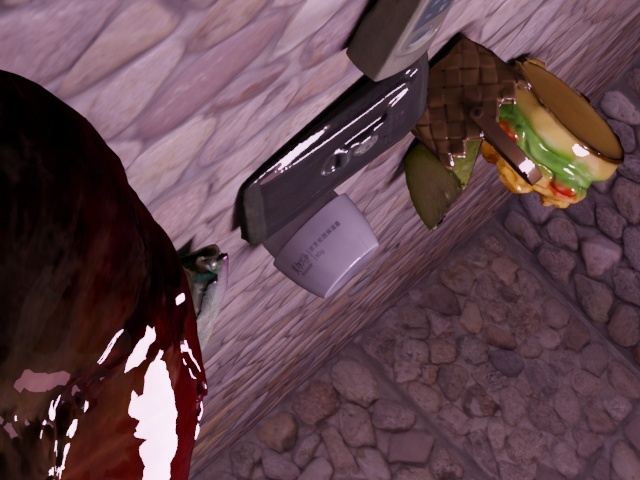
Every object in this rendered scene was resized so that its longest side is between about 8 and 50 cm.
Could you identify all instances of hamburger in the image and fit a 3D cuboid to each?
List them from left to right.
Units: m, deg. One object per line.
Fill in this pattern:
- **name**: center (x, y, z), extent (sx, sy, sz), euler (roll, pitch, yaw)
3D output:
- **hamburger**: center (0.321, -0.145, 2.125), extent (0.149, 0.237, 0.237), euler (-45, 173, 24)

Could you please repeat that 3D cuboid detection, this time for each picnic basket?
- **picnic basket**: center (0.190, -0.134, 1.660), extent (0.138, 0.178, 0.128), euler (-46, 172, 8)

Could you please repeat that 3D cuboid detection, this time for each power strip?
- **power strip**: center (0.097, -0.231, 1.195), extent (0.080, 0.048, 0.286), euler (-41, 170, -32)

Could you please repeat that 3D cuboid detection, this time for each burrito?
- **burrito**: center (-0.148, 0.090, 1.516), extent (0.096, 0.066, 0.309), euler (-46, 174, -26)

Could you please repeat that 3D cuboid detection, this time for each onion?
- **onion**: center (-0.218, 0.083, 0.582), extent (0.347, 0.285, 0.347), euler (-19, 114, -49)

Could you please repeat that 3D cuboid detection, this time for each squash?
- **squash**: center (0.167, -0.130, 2.025), extent (0.192, 0.085, 0.184), euler (123, -15, -65)

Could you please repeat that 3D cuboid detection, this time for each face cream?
- **face cream**: center (0.000, 0.000, 1.658), extent (0.117, 0.104, 0.117), euler (-44, 173, -6)

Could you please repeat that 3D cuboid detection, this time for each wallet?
- **wallet**: center (0.016, -0.094, 1.486), extent (0.245, 0.052, 0.168), euler (-40, 168, -15)
